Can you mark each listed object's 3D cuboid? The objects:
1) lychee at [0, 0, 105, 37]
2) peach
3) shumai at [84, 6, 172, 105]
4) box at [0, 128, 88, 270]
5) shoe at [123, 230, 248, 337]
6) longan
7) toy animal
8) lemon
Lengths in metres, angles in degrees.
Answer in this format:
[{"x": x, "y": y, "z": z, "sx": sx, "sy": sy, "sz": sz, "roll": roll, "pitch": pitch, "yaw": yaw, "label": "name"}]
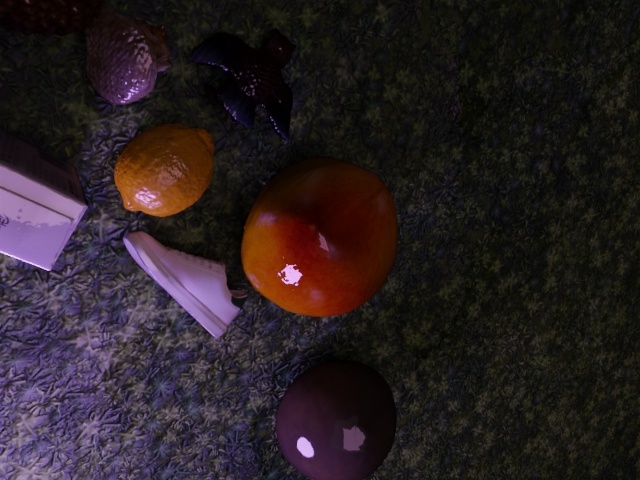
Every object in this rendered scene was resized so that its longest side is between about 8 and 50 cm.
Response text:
[{"x": -0.392, "y": -0.381, "z": 0.748, "sx": 0.272, "sy": 0.271, "sz": 0.271, "roll": -8, "pitch": 109, "yaw": -25, "label": "lychee"}, {"x": 0.001, "y": 0.005, "z": 1.031, "sx": 0.289, "sy": 0.308, "sz": 0.288, "roll": -4, "pitch": 113, "yaw": -8, "label": "peach"}, {"x": -0.291, "y": -0.286, "z": 0.911, "sx": 0.116, "sy": 0.146, "sz": 0.145, "roll": -46, "pitch": 133, "yaw": -58, "label": "shumai"}, {"x": -0.441, "y": -0.080, "z": 0.803, "sx": 0.195, "sy": 0.260, "sz": 0.111, "roll": 29, "pitch": 95, "yaw": -30, "label": "box"}, {"x": -0.233, "y": 0.058, "z": 1.056, "sx": 0.110, "sy": 0.095, "sz": 0.264, "roll": -44, "pitch": 125, "yaw": -15, "label": "shoe"}, {"x": 0.034, "y": 0.370, "z": 1.207, "sx": 0.258, "sy": 0.258, "sz": 0.257, "roll": -8, "pitch": 109, "yaw": -25, "label": "longan"}, {"x": -0.102, "y": -0.277, "z": 0.995, "sx": 0.218, "sy": 0.116, "sz": 0.179, "roll": 40, "pitch": 86, "yaw": -24, "label": "toy animal"}, {"x": -0.247, "y": -0.117, "z": 0.958, "sx": 0.187, "sy": 0.142, "sz": 0.142, "roll": -43, "pitch": 120, "yaw": -15, "label": "lemon"}]
